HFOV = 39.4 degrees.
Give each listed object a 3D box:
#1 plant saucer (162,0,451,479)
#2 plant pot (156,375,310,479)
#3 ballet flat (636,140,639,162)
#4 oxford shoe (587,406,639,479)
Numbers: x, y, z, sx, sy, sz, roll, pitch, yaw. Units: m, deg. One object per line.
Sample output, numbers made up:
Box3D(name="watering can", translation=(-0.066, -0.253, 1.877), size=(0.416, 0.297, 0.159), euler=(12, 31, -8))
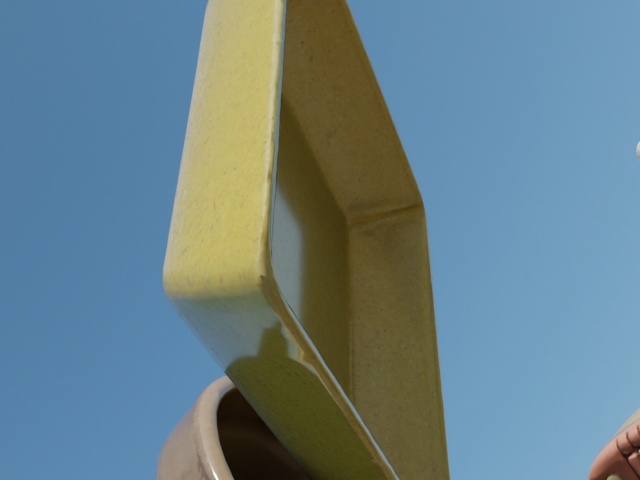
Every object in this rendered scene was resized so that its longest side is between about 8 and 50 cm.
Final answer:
Box3D(name="plant saucer", translation=(0.000, 0.000, 0.567), size=(0.332, 0.081, 0.332), euler=(62, -159, -45))
Box3D(name="plant pot", translation=(-0.046, 0.262, 0.620), size=(0.229, 0.263, 0.263), euler=(-48, -38, 11))
Box3D(name="ballet flat", translation=(0.340, -0.102, 0.858), size=(0.070, 0.070, 0.188), euler=(-8, -62, -45))
Box3D(name="oxford shoe", translation=(0.333, 0.060, 0.499), size=(0.140, 0.397, 0.146), euler=(53, -156, -8))
